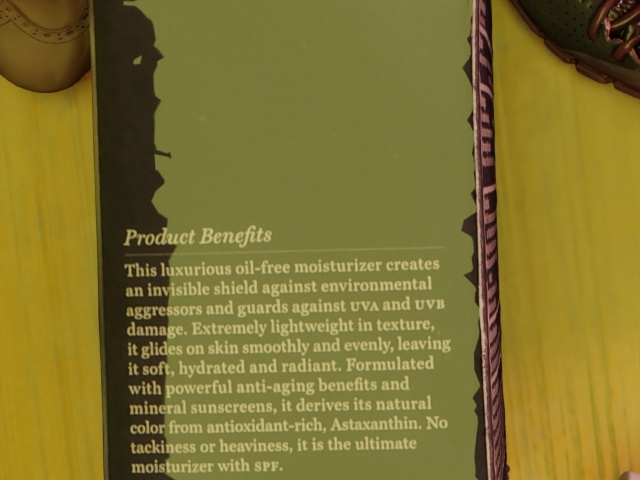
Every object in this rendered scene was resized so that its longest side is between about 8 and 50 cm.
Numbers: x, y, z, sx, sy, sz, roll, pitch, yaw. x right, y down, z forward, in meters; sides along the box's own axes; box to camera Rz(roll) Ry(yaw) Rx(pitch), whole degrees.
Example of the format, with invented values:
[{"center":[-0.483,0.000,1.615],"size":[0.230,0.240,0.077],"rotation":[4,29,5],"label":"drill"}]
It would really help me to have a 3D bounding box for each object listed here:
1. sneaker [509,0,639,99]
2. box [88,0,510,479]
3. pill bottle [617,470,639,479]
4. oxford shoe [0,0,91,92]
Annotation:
[{"center":[0.212,-0.101,1.028],"size":[0.281,0.162,0.106],"rotation":[35,95,2],"label":"sneaker"},{"center":[0.000,0.000,0.987],"size":[0.182,0.296,0.294],"rotation":[-1,92,6],"label":"box"},{"center":[0.290,0.232,1.027],"size":[0.323,0.181,0.182],"rotation":[19,94,4],"label":"pill bottle"},{"center":[-0.171,-0.185,0.980],"size":[0.130,0.364,0.133],"rotation":[14,54,13],"label":"oxford shoe"}]
